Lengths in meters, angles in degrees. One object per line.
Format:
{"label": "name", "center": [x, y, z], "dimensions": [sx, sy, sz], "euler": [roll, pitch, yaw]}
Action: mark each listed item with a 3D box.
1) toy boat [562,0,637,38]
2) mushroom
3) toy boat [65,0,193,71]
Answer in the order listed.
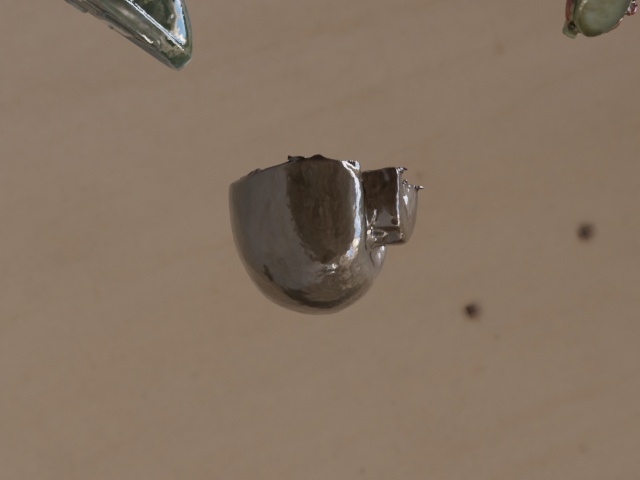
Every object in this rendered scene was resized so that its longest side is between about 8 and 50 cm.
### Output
{"label": "toy boat", "center": [0.337, -0.298, 1.938], "dimensions": [0.071, 0.089, 0.185], "euler": [-81, -164, -47]}
{"label": "mushroom", "center": [0.000, 0.000, 1.275], "dimensions": [0.188, 0.141, 0.117], "euler": [22, 74, -75]}
{"label": "toy boat", "center": [-0.166, -0.157, 0.814], "dimensions": [0.260, 0.085, 0.078], "euler": [33, -4, -31]}
